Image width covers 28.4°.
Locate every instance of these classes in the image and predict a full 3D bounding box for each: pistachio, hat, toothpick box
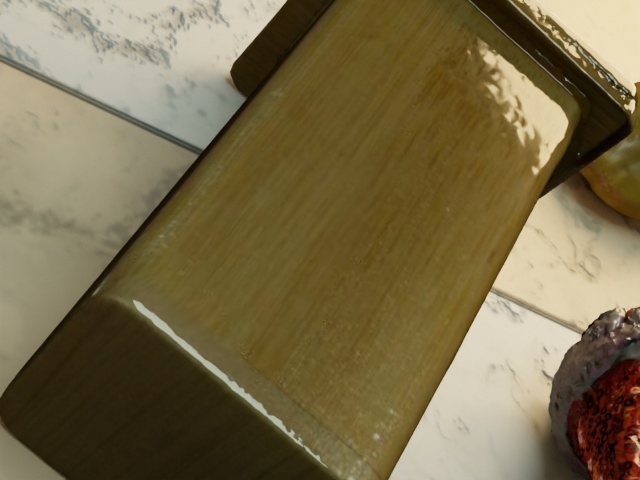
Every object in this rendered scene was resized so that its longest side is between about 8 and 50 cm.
[{"bbox_3d":[0.272,-0.067,0.942,0.189,0.100,0.110,-6,62,-41],"label":"pistachio"},{"bbox_3d":[0.190,0.127,0.694,0.140,0.129,0.227,17,24,9],"label":"hat"},{"bbox_3d":[0.000,0.000,0.642,0.190,0.187,0.308,41,49,-9],"label":"toothpick box"}]
